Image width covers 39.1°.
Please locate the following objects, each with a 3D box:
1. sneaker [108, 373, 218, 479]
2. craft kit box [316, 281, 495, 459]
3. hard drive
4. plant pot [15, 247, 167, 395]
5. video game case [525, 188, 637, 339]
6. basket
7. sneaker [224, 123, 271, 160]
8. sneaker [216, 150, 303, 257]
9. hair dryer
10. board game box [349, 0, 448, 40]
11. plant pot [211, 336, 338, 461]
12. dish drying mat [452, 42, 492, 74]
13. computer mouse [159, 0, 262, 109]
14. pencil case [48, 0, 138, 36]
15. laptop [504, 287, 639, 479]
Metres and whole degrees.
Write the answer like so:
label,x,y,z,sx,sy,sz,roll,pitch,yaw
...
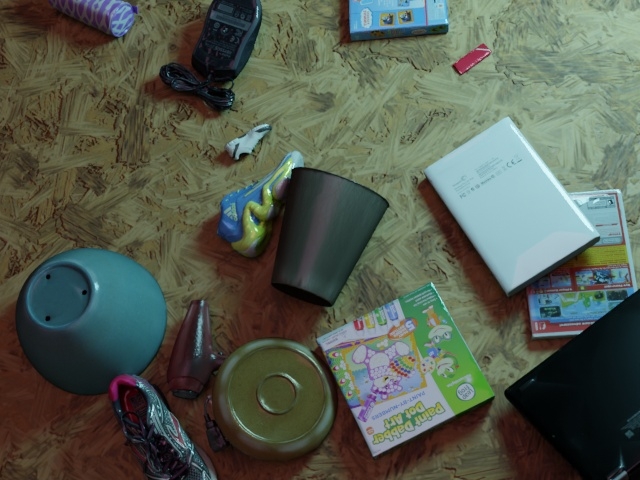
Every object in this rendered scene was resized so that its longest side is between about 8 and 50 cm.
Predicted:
label,x,y,z,sx,sy,sz,roll,pitch,yaw
sneaker,-0.301,0.376,1.650,0.121,0.112,0.299,-38,70,-7
craft kit box,0.154,0.240,1.673,0.249,0.061,0.247,-27,71,-3
hard drive,0.364,-0.070,1.743,0.203,0.040,0.308,-33,64,4
plant pot,-0.461,0.133,1.718,0.290,0.195,0.290,-3,69,7
video game case,0.488,0.043,1.717,0.204,0.025,0.285,-4,69,6
basket,0.000,0.000,1.734,0.204,0.154,0.227,21,77,-2
sneaker,-0.146,-0.206,1.893,0.109,0.040,0.044,-32,85,-1
sneaker,-0.131,-0.091,1.815,0.126,0.091,0.240,23,75,16
hair dryer,-0.182,0.241,1.721,0.223,0.080,0.293,-29,73,-21
board game box,0.168,-0.520,1.964,0.211,0.039,0.160,-3,69,6
plant pot,-0.081,0.285,1.656,0.236,0.032,0.236,4,65,-9
dish drying mat,0.322,-0.386,1.910,0.083,0.008,0.032,-36,70,-6
computer mouse,-0.215,-0.425,1.970,0.188,0.072,0.272,26,87,14
pencil case,-0.521,-0.534,2.042,0.206,0.086,0.088,29,52,15
laptop,0.614,0.339,1.578,0.382,0.236,0.408,-35,44,-7
